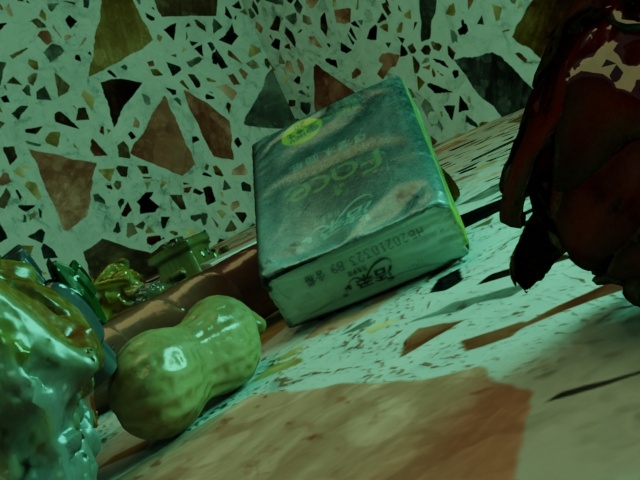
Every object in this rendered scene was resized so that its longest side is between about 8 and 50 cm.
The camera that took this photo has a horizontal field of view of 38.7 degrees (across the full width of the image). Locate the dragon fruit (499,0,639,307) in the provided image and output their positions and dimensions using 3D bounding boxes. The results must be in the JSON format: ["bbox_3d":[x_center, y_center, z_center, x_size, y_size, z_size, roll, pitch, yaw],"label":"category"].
[{"bbox_3d":[0.181,-0.058,0.426,0.182,0.189,0.182,8,-2,0],"label":"dragon fruit"}]

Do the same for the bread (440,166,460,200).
[{"bbox_3d":[0.160,-0.072,1.263,0.043,0.062,0.109,-24,2,22],"label":"bread"}]

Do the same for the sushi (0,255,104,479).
[{"bbox_3d":[-0.222,0.120,0.414,0.274,0.184,0.139,-30,1,-8],"label":"sushi"}]

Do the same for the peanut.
[{"bbox_3d":[-0.097,0.090,0.692,0.082,0.082,0.187,-22,5,32],"label":"peanut"}]

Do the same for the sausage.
[{"bbox_3d":[-0.170,0.098,0.916,0.433,0.088,0.088,-27,5,-24],"label":"sausage"}]

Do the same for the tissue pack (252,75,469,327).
[{"bbox_3d":[0.029,-0.046,0.904,0.185,0.081,0.257,-25,34,11],"label":"tissue pack"}]

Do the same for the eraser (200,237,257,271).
[{"bbox_3d":[0.000,-0.001,1.166,0.298,0.078,0.076,-26,5,-17],"label":"eraser"}]

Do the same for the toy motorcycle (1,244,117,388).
[{"bbox_3d":[-0.250,0.117,0.574,0.274,0.125,0.187,-41,26,-12],"label":"toy motorcycle"}]

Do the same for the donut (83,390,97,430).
[{"bbox_3d":[-0.233,0.151,0.734,0.117,0.065,0.166,-22,1,16],"label":"donut"}]

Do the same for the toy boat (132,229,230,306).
[{"bbox_3d":[-0.175,0.050,1.265,0.089,0.121,0.321,-30,4,10],"label":"toy boat"}]

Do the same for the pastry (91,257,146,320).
[{"bbox_3d":[-0.339,0.127,1.235,0.250,0.102,0.154,-36,5,-13],"label":"pastry"}]
